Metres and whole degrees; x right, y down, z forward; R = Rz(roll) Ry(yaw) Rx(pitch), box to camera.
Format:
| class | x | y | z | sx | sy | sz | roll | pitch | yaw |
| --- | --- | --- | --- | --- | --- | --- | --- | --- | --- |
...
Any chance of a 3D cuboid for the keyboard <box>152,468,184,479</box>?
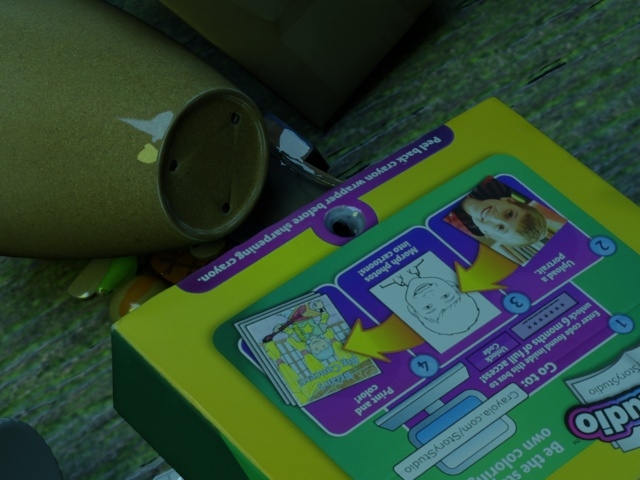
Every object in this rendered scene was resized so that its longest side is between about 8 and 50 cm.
| class | x | y | z | sx | sy | sz | roll | pitch | yaw |
| --- | --- | --- | --- | --- | --- | --- | --- | --- | --- |
| keyboard | -0.005 | 0.154 | 1.451 | 0.256 | 0.014 | 0.072 | -25 | 51 | 2 |

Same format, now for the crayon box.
| class | x | y | z | sx | sy | sz | roll | pitch | yaw |
| --- | --- | --- | --- | --- | --- | --- | --- | --- | --- |
| crayon box | 0.095 | 0.093 | 1.306 | 0.363 | 0.106 | 0.313 | -31 | 57 | -28 |

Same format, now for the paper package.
| class | x | y | z | sx | sy | sz | roll | pitch | yaw |
| --- | --- | --- | --- | --- | --- | --- | --- | --- | --- |
| paper package | -0.101 | -0.283 | 1.582 | 0.168 | 0.325 | 0.309 | -50 | 53 | 5 |

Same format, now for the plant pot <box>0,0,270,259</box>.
| class | x | y | z | sx | sy | sz | roll | pitch | yaw |
| --- | --- | --- | --- | --- | --- | --- | --- | --- | --- |
| plant pot | -0.168 | -0.081 | 1.510 | 0.254 | 0.237 | 0.237 | 14 | 62 | 41 |

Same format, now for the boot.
| class | x | y | z | sx | sy | sz | roll | pitch | yaw |
| --- | --- | --- | --- | --- | --- | --- | --- | --- | --- |
| boot | 0.000 | 0.000 | 1.522 | 0.219 | 0.082 | 0.106 | 40 | 87 | 29 |

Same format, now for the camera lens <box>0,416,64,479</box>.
| class | x | y | z | sx | sy | sz | roll | pitch | yaw |
| --- | --- | --- | --- | --- | --- | --- | --- | --- | --- |
| camera lens | -0.343 | 0.234 | 1.389 | 0.274 | 0.219 | 0.219 | -5 | 55 | 18 |

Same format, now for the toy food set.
| class | x | y | z | sx | sy | sz | roll | pitch | yaw |
| --- | --- | --- | --- | --- | --- | --- | --- | --- | --- |
| toy food set | -0.113 | 0.027 | 1.566 | 0.192 | 0.038 | 0.132 | 25 | 68 | 33 |
